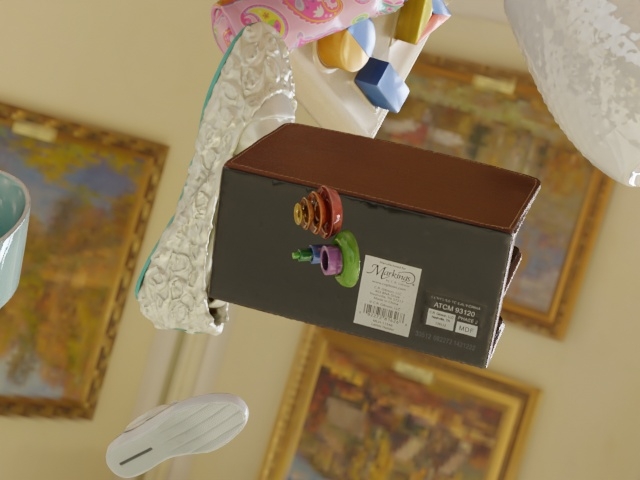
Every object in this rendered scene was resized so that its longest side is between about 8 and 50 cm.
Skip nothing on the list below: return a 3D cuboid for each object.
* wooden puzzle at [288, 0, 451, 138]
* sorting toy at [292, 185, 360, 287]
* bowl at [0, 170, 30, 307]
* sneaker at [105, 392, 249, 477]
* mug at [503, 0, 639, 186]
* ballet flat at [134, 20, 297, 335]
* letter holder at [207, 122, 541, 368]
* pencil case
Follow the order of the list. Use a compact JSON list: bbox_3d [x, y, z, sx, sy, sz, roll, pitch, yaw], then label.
[{"bbox_3d":[0.094,-0.340,2.147,0.080,0.348,0.322,27,170,33],"label":"wooden puzzle"},{"bbox_3d":[0.000,0.000,1.192,0.042,0.061,0.102,-4,-125,-20],"label":"sorting toy"},{"bbox_3d":[-0.579,0.031,2.021,0.311,0.163,0.311,-4,-149,3],"label":"bowl"},{"bbox_3d":[-0.220,0.280,2.055,0.258,0.094,0.091,-22,-155,23],"label":"sneaker"},{"bbox_3d":[0.498,-0.272,1.955,0.374,0.328,0.276,-16,161,-11],"label":"mug"},{"bbox_3d":[-0.099,-0.065,1.679,0.147,0.409,0.147,21,-175,-2],"label":"ballet flat"},{"bbox_3d":[0.063,-0.008,1.419,0.301,0.152,0.214,14,-157,13],"label":"letter holder"},{"bbox_3d":[-0.014,-0.334,1.905,0.284,0.124,0.124,-25,-163,-15],"label":"pencil case"}]
